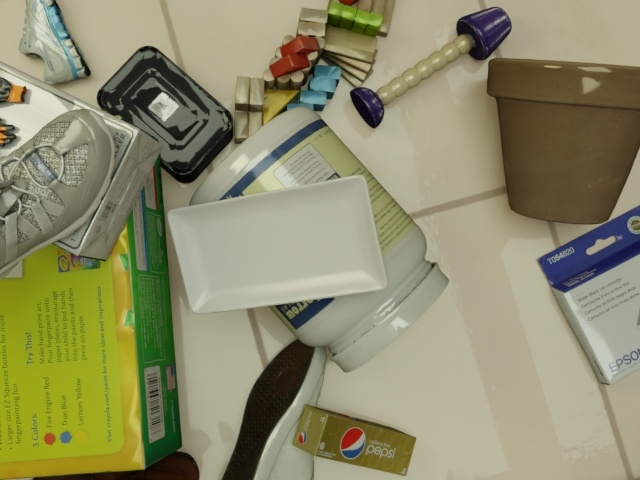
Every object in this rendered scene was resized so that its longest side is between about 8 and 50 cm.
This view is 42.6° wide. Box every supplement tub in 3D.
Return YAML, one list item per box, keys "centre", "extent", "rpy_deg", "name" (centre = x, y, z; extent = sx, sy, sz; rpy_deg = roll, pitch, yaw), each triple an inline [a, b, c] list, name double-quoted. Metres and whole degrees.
- centre: [0.000, 0.000, 1.157]
  extent: [0.235, 0.235, 0.325]
  rpy_deg: [-42, 89, -8]
  name: "supplement tub"

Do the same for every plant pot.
- centre: [0.368, -0.149, 1.227]
  extent: [0.263, 0.263, 0.229]
  rpy_deg: [4, 103, -6]
  name: "plant pot"

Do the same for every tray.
- centre: [-0.055, 0.007, 1.032]
  extent: [0.270, 0.030, 0.145]
  rpy_deg: [-9, 102, 19]
  name: "tray"

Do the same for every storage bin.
- centre: [-0.229, -0.186, 1.230]
  extent: [0.180, 0.084, 0.122]
  rpy_deg: [41, 82, -1]
  name: "storage bin"

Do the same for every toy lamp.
- centre: [0.178, -0.276, 1.287]
  extent: [0.275, 0.080, 0.080]
  rpy_deg: [-34, 88, -6]
  name: "toy lamp"

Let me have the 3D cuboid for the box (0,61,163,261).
- centre: [-0.361, -0.112, 0.994]
  extent: [0.290, 0.087, 0.169]
  rpy_deg: [25, 88, 9]
  name: "box"

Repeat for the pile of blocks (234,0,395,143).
- centre: [0.001, -0.283, 1.250]
  extent: [0.149, 0.112, 0.362]
  rpy_deg: [38, 82, -1]
  name: "pile of blocks"

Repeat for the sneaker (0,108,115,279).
- centre: [-0.335, -0.032, 0.879]
  extent: [0.105, 0.115, 0.281]
  rpy_deg: [45, 92, 9]
  name: "sneaker"

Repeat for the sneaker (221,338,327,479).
- centre: [-0.049, 0.287, 1.209]
  extent: [0.123, 0.106, 0.290]
  rpy_deg: [37, 70, -36]
  name: "sneaker"

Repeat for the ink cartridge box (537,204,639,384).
- centre: [0.491, 0.079, 1.296]
  extent: [0.223, 0.045, 0.224]
  rpy_deg: [-27, 87, -8]
  name: "ink cartridge box"

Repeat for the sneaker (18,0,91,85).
- centre: [-0.424, -0.320, 1.233]
  extent: [0.083, 0.071, 0.190]
  rpy_deg: [-25, 87, -2]
  name: "sneaker"

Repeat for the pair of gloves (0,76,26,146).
- centre: [-0.383, -0.150, 0.950]
  extent: [0.074, 0.010, 0.083]
  rpy_deg: [10, 85, 9]
  name: "pair of gloves"

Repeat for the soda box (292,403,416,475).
- centre: [0.052, 0.289, 1.180]
  extent: [0.181, 0.058, 0.061]
  rpy_deg: [23, 81, -36]
  name: "soda box"

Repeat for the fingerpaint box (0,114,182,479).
- centre: [-0.400, 0.085, 1.110]
  extent: [0.371, 0.163, 0.444]
  rpy_deg: [-7, 84, 7]
  name: "fingerpaint box"

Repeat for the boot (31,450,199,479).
- centre: [-0.288, 0.346, 1.068]
  extent: [0.264, 0.280, 0.096]
  rpy_deg: [-2, 84, -6]
  name: "boot"
